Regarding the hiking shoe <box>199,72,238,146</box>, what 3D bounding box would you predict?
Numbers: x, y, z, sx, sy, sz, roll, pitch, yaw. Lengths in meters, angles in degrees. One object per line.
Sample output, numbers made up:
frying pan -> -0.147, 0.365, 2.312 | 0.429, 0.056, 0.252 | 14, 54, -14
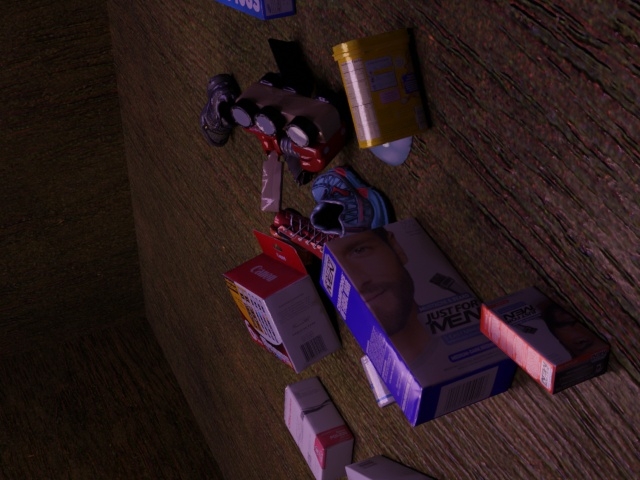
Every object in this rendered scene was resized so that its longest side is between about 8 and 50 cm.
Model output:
hiking shoe -> -0.258, -0.315, 2.383 | 0.227, 0.086, 0.114 | 100, 151, -47

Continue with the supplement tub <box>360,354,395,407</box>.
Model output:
supplement tub -> 0.131, 0.275, 1.846 | 0.107, 0.071, 0.071 | 68, 158, 16

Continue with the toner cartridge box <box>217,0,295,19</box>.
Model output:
toner cartridge box -> -0.163, -0.584, 1.970 | 0.348, 0.075, 0.165 | -141, 42, -57

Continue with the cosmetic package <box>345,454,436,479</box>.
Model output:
cosmetic package -> 0.194, 0.623, 1.898 | 0.377, 0.097, 0.285 | 177, 80, -69

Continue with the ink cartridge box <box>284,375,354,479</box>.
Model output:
ink cartridge box -> -0.007, 0.476, 2.306 | 0.218, 0.092, 0.159 | 53, 150, 40

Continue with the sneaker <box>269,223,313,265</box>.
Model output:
sneaker -> -0.074, 0.007, 2.180 | 0.175, 0.064, 0.068 | -135, 39, -52

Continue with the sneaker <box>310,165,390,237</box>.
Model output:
sneaker -> 0.028, -0.073, 1.781 | 0.262, 0.125, 0.104 | 34, 134, 59

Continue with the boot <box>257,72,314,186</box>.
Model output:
boot -> -0.089, -0.221, 2.009 | 0.229, 0.091, 0.263 | 62, 160, 5

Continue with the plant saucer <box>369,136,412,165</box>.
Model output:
plant saucer -> 0.099, -0.222, 1.622 | 0.195, 0.037, 0.195 | 51, 150, 46

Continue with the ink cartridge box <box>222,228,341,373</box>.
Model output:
ink cartridge box -> -0.112, 0.136, 2.203 | 0.309, 0.130, 0.272 | 20, 136, 65

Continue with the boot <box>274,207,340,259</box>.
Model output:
boot -> 0.000, 0.000, 1.826 | 0.088, 0.176, 0.244 | -63, 26, -2

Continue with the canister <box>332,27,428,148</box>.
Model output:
canister -> 0.099, -0.244, 1.482 | 0.073, 0.126, 0.170 | 5, 111, 67

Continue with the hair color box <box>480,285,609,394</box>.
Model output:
hair color box -> 0.307, 0.134, 1.272 | 0.167, 0.093, 0.053 | 45, 145, 50

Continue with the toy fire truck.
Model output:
toy fire truck -> -0.060, -0.179, 1.841 | 0.217, 0.158, 0.246 | 21, 147, 30

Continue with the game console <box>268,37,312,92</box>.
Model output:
game console -> -0.072, -0.349, 1.912 | 0.107, 0.071, 0.122 | 133, 120, -66

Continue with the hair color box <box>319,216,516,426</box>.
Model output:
hair color box -> 0.154, 0.123, 1.521 | 0.339, 0.185, 0.110 | 55, 152, 40
